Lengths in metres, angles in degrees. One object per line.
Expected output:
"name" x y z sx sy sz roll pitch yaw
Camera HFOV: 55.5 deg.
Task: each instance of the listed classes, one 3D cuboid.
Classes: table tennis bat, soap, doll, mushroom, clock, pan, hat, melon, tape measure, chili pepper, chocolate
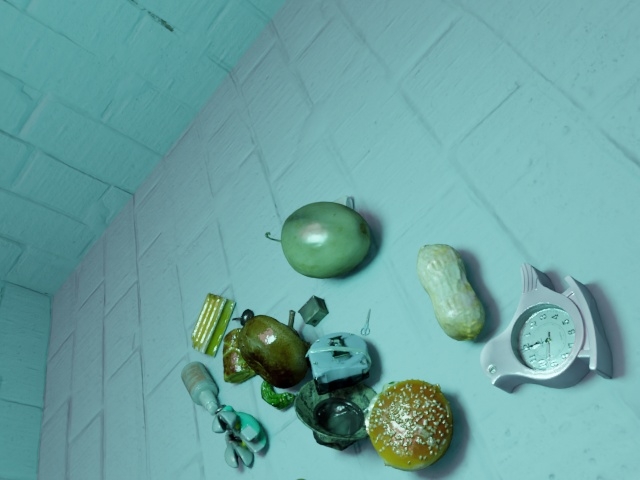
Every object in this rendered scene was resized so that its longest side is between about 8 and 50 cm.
"table tennis bat" -0.073 0.306 2.055 0.107 0.119 0.170 18 108 33
"soap" -0.434 0.333 2.416 0.140 0.073 0.232 6 73 53
"doll" -0.278 0.640 1.997 0.153 0.195 0.258 -37 -1 -23
"mushroom" -0.135 0.355 1.896 0.163 0.278 0.297 -61 -8 -29
"clock" 0.492 0.193 1.387 0.275 0.080 0.291 -27 48 38
"pan" -0.292 0.297 2.309 0.115 0.023 0.069 -13 59 43
"hat" 0.046 0.498 1.667 0.265 0.265 0.129 45 134 53
"melon" 0.011 0.000 1.947 0.308 0.271 0.272 8 74 58
"tape measure" 0.051 0.340 1.735 0.181 0.107 0.181 -15 29 -12
"chili pepper" -0.148 0.504 1.984 0.182 0.050 0.073 19 90 56
"chocolate" 0.335 0.123 1.578 0.134 0.134 0.309 -43 40 24

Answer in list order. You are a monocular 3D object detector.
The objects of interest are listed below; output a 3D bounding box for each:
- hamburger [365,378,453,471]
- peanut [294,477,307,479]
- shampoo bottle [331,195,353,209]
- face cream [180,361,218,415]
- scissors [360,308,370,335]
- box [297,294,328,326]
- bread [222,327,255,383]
"hamburger" 0.220 0.452 1.487 0.236 0.147 0.237 -27 44 30
"peanut" -0.050 0.780 1.635 0.125 0.111 0.275 -31 46 29
"shampoo bottle" 0.022 -0.077 2.148 0.220 0.051 0.108 -25 52 39
"face cream" -0.435 0.555 2.253 0.101 0.101 0.251 -58 37 5
"scissors" 0.140 0.246 1.837 0.036 0.006 0.083 -5 64 47
"box" -0.021 0.234 1.998 0.085 0.060 0.063 -47 43 17
"bread" -0.293 0.410 2.171 0.132 0.103 0.172 -38 45 39
